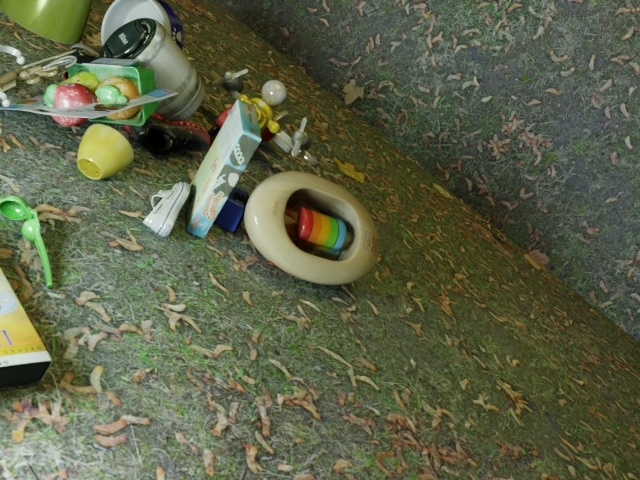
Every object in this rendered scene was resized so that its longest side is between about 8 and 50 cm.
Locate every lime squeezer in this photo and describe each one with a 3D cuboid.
[{"bbox_3d":[-0.610,-0.033,1.441,0.310,0.059,0.110,41,24,7],"label":"lime squeezer"}]

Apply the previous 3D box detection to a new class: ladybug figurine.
[{"bbox_3d":[-0.028,-0.022,1.997,0.449,0.162,0.305,22,65,-32],"label":"ladybug figurine"}]

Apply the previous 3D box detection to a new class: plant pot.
[{"bbox_3d":[-0.545,-0.206,1.772,0.134,0.134,0.095,33,49,-8],"label":"plant pot"},{"bbox_3d":[-0.832,-0.828,2.277,0.274,0.293,0.275,29,26,-15],"label":"plant pot"}]

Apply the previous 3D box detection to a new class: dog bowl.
[{"bbox_3d":[-0.584,-0.668,2.356,0.265,0.265,0.104,43,23,14],"label":"dog bowl"}]

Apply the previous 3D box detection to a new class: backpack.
[{"bbox_3d":[-0.250,-0.101,1.989,0.101,0.098,0.120,28,26,-9],"label":"backpack"}]

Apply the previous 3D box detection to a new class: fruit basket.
[{"bbox_3d":[-0.594,-0.375,1.842,0.327,0.165,0.353,9,19,23],"label":"fruit basket"}]

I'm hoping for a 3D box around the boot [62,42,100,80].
[{"bbox_3d":[-0.659,-0.489,2.167,0.236,0.085,0.179,25,31,-24],"label":"boot"}]

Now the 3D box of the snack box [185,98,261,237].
[{"bbox_3d":[-0.257,-0.185,1.854,0.060,0.322,0.187,22,29,-24],"label":"snack box"}]

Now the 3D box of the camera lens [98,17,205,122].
[{"bbox_3d":[-0.498,-0.498,2.125,0.274,0.219,0.219,51,7,-47],"label":"camera lens"}]

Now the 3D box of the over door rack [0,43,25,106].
[{"bbox_3d":[-0.773,-0.290,1.466,0.108,0.239,0.324,39,23,19],"label":"over door rack"}]

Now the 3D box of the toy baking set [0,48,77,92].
[{"bbox_3d":[-0.738,-0.429,1.853,0.256,0.196,0.030,-81,160,-57],"label":"toy baking set"}]

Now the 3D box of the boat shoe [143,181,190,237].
[{"bbox_3d":[-0.388,-0.097,1.814,0.076,0.083,0.226,30,26,-16],"label":"boat shoe"}]

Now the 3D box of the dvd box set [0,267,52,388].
[{"bbox_3d":[-0.665,0.077,1.162,0.307,0.062,0.420,0,43,-52],"label":"dvd box set"}]

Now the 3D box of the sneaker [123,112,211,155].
[{"bbox_3d":[-0.434,-0.297,2.098,0.276,0.098,0.135,12,34,-40],"label":"sneaker"}]

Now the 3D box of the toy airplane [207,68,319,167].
[{"bbox_3d":[-0.189,-0.419,2.427,0.386,0.272,0.384,22,27,-29],"label":"toy airplane"}]
